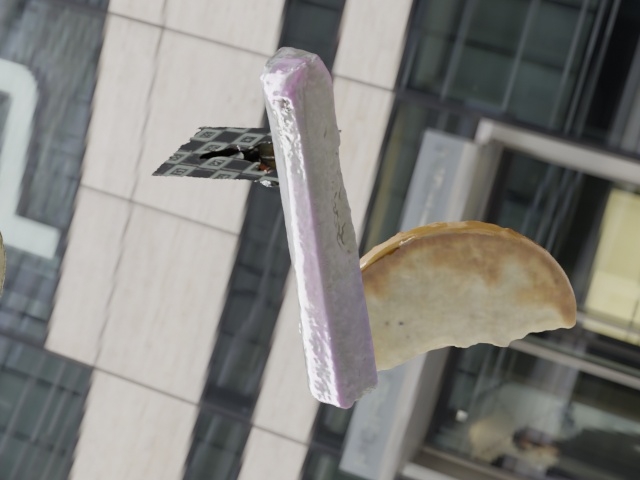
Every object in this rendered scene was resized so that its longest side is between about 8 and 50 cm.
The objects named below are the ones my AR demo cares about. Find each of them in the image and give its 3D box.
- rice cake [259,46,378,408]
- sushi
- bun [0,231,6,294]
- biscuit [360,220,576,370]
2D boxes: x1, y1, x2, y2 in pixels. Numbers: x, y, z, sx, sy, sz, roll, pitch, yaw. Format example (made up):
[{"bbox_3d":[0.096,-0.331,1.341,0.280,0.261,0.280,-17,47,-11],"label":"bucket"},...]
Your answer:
[{"bbox_3d":[-0.001,-0.001,1.367,0.064,0.070,0.399,-21,-69,-33],"label":"rice cake"},{"bbox_3d":[-0.087,-0.091,1.566,0.139,0.201,0.031,-50,-44,-49],"label":"sushi"},{"bbox_3d":[-0.498,0.034,1.683,0.128,0.178,0.193,-8,-85,-81],"label":"bun"},{"bbox_3d":[0.148,0.063,1.606,0.040,0.309,0.204,-95,-11,-53],"label":"biscuit"}]
